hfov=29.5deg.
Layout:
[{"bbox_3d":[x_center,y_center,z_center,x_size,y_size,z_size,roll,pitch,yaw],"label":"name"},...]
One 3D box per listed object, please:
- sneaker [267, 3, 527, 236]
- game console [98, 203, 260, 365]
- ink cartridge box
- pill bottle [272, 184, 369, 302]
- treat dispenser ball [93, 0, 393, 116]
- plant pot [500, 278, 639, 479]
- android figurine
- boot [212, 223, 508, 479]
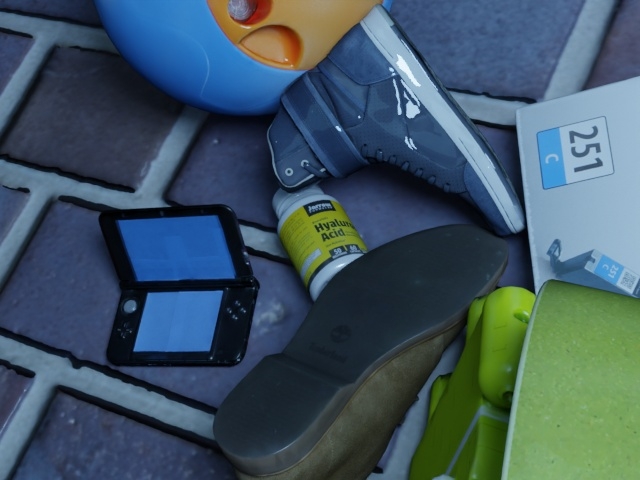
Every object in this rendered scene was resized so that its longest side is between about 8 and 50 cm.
[{"bbox_3d":[0.057,-0.063,1.034,0.163,0.086,0.226,-38,82,10],"label":"sneaker"},{"bbox_3d":[-0.138,0.043,1.101,0.144,0.085,0.124,-2,60,24],"label":"game console"},{"bbox_3d":[0.297,-0.001,0.944,0.261,0.066,0.296,-13,57,19],"label":"ink cartridge box"},{"bbox_3d":[0.000,0.000,1.077,0.065,0.065,0.116,-33,53,3],"label":"pill bottle"},{"bbox_3d":[-0.071,-0.259,1.123,0.288,0.288,0.288,-11,57,18],"label":"treat dispenser ball"},{"bbox_3d":[0.254,0.168,0.631,0.293,0.275,0.275,4,63,17],"label":"plant pot"},{"bbox_3d":[0.097,0.158,0.840,0.056,0.248,0.273,20,35,-1],"label":"android figurine"},{"bbox_3d":[0.044,0.101,0.987,0.305,0.115,0.112,-41,43,-25],"label":"boot"}]
